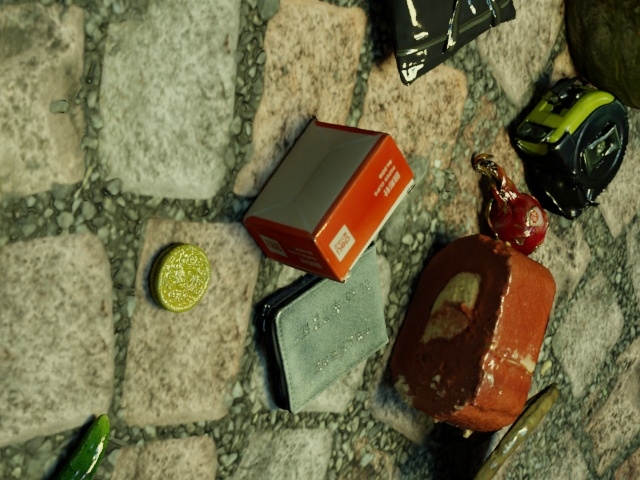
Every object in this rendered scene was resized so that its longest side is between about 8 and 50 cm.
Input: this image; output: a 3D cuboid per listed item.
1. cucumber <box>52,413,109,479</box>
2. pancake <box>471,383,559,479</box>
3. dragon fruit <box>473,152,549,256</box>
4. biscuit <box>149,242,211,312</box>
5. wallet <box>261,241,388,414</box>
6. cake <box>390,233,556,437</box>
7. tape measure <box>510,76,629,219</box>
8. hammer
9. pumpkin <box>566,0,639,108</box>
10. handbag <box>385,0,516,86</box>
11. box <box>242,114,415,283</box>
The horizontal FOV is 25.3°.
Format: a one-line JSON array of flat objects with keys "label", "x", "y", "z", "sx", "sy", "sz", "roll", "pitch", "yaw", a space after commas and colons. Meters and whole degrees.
[{"label": "cucumber", "x": -0.282, "y": 0.272, "z": 1.609, "sx": 0.168, "sy": 0.039, "sz": 0.039, "roll": -57, "pitch": 137, "yaw": -22}, {"label": "pancake", "x": 0.265, "y": 0.327, "z": 2.129, "sx": 0.288, "sy": 0.033, "sz": 0.286, "roll": -56, "pitch": 170, "yaw": 22}, {"label": "dragon fruit", "x": 0.280, "y": -0.047, "z": 2.113, "sx": 0.094, "sy": 0.094, "sz": 0.190, "roll": -48, "pitch": 128, "yaw": -28}, {"label": "biscuit", "x": -0.165, "y": 0.044, "z": 1.680, "sx": 0.084, "sy": 0.023, "sz": 0.084, "roll": -17, "pitch": 114, "yaw": -43}, {"label": "wallet", "x": 0.009, "y": 0.115, "z": 1.892, "sx": 0.222, "sy": 0.036, "sz": 0.167, "roll": -32, "pitch": 124, "yaw": -39}, {"label": "cake", "x": 0.212, "y": 0.134, "z": 2.025, "sx": 0.151, "sy": 0.177, "sz": 0.283, "roll": 25, "pitch": 77, "yaw": -49}, {"label": "tape measure", "x": 0.393, "y": -0.154, "z": 2.183, "sx": 0.186, "sy": 0.112, "sz": 0.199, "roll": -50, "pitch": 137, "yaw": -22}, {"label": "hammer", "x": 0.303, "y": 0.290, "z": 2.293, "sx": 0.292, "sy": 0.029, "sz": 0.058, "roll": -26, "pitch": 122, "yaw": -44}, {"label": "pumpkin", "x": 0.521, "y": -0.345, "z": 2.185, "sx": 0.256, "sy": 0.225, "sz": 0.303, "roll": -4, "pitch": 105, "yaw": -50}, {"label": "handbag", "x": 0.167, "y": -0.345, "z": 1.888, "sx": 0.254, "sy": 0.088, "sz": 0.211, "roll": -36, "pitch": 121, "yaw": -35}, {"label": "box", "x": 0.013, "y": -0.051, "z": 1.768, "sx": 0.182, "sy": 0.133, "sz": 0.099, "roll": -56, "pitch": 137, "yaw": -23}]
